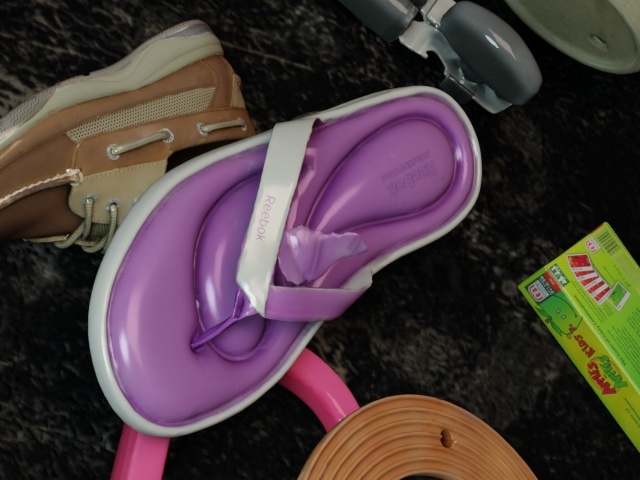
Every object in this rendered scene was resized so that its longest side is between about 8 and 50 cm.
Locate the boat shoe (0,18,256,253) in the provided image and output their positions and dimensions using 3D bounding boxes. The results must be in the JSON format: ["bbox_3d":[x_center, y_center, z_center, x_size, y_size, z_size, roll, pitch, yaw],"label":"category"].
[{"bbox_3d":[-0.163,-0.051,1.406,0.324,0.123,0.116,-35,88,-38],"label":"boat shoe"}]

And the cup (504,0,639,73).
[{"bbox_3d":[0.282,-0.287,1.715,0.331,0.331,0.237,40,76,-8],"label":"cup"}]

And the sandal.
[{"bbox_3d":[-0.008,-0.013,1.409,0.416,0.102,0.169,-39,104,-40],"label":"sandal"}]

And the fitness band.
[{"bbox_3d":[-0.049,0.194,1.385,0.209,0.054,0.291,23,54,-20],"label":"fitness band"}]

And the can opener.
[{"bbox_3d":[0.074,-0.215,1.665,0.280,0.093,0.074,38,52,-3],"label":"can opener"}]

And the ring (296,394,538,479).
[{"bbox_3d":[0.084,0.276,1.387,0.336,0.032,0.337,24,57,-41],"label":"ring"}]

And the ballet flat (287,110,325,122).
[{"bbox_3d":[-0.045,-0.022,1.483,0.250,0.058,0.084,-36,122,-37],"label":"ballet flat"}]

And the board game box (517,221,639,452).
[{"bbox_3d":[0.256,0.084,1.641,0.092,0.043,0.181,-33,84,-39],"label":"board game box"}]
